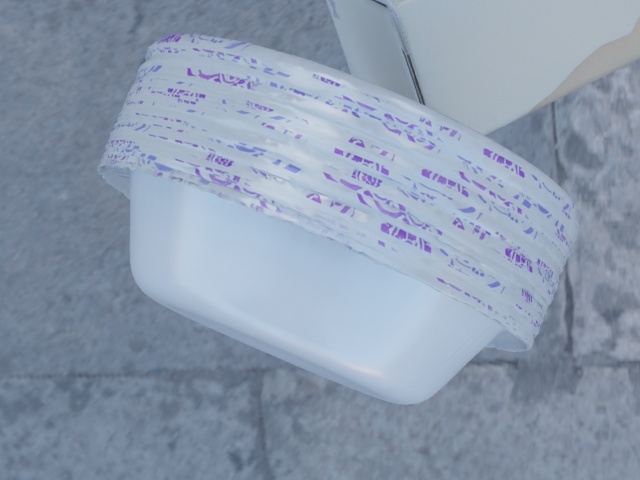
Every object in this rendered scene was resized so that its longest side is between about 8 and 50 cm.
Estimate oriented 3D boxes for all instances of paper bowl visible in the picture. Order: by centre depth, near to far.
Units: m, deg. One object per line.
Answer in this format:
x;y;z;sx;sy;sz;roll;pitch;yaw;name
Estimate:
0.000;0.000;0.812;0.284;0.284;0.148;23;83;4;paper bowl

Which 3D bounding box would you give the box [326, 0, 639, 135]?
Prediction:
0.172;-0.194;0.979;0.311;0.148;0.121;-26;118;-10;box
